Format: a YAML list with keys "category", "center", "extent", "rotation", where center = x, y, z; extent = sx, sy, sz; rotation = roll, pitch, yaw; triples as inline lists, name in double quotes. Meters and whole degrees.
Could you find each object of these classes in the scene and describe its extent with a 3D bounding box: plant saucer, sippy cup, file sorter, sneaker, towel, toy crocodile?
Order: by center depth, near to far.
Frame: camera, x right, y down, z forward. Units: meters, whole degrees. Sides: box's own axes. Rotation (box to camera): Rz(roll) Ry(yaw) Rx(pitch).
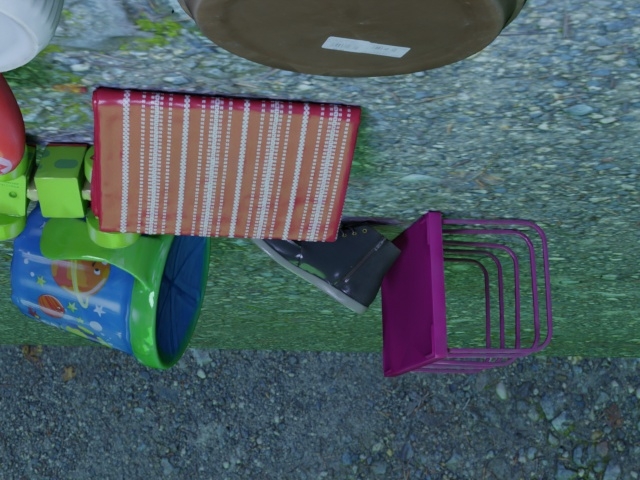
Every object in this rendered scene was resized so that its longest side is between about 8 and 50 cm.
- category: "plant saucer"
  center: [0.023, -0.182, 0.904]
  extent: [0.278, 0.041, 0.278]
  rotation: [1, 168, 0]
- category: "towel"
  center: [-0.106, -0.077, 1.250]
  extent: [0.275, 0.031, 0.199]
  rotation: [3, 138, -7]
- category: "toy crocodile"
  center: [-0.302, -0.069, 1.354]
  extent: [0.341, 0.105, 0.115]
  rotation: [5, 131, -3]
- category: "sippy cup"
  center: [-0.290, 0.042, 1.611]
  extent: [0.224, 0.240, 0.305]
  rotation: [11, 131, 11]
- category: "sneaker"
  center: [0.000, 0.000, 1.694]
  extent: [0.222, 0.118, 0.083]
  rotation: [33, -178, -9]
- category: "file sorter"
  center: [0.211, 0.089, 1.756]
  extent: [0.182, 0.202, 0.290]
  rotation: [1, 168, -11]

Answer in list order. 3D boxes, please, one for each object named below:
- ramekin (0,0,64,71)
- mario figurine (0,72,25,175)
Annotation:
- category: "ramekin"
  center: [-0.262, -0.185, 0.770]
  extent: [0.207, 0.109, 0.207]
  rotation: [2, 168, 0]
- category: "mario figurine"
  center: [-0.406, -0.108, 0.988]
  extent: [0.321, 0.170, 0.198]
  rotation: [17, -163, -26]
